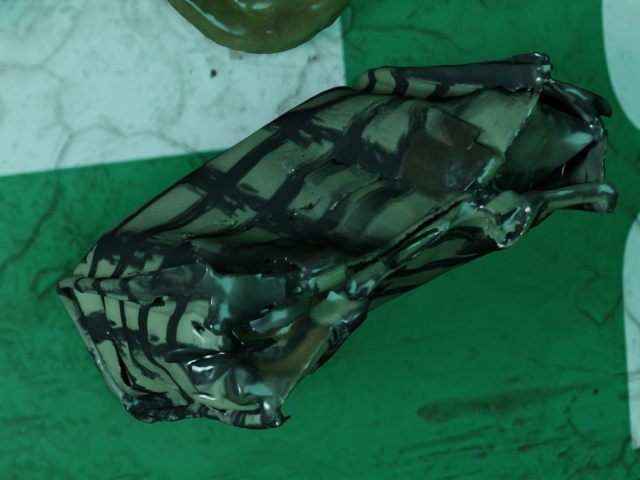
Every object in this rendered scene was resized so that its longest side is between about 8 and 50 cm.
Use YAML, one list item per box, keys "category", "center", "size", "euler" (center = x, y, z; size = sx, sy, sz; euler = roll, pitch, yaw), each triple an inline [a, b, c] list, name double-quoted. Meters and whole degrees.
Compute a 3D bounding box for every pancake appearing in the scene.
- category: "pancake"
  center: [-0.043, -0.261, 1.148]
  size: [0.242, 0.050, 0.241]
  euler: [-3, 97, -23]

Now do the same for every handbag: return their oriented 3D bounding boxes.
- category: "handbag"
  center: [0.000, 0.000, 1.045]
  size: [0.325, 0.327, 0.162]
  euler: [-35, 104, -19]
